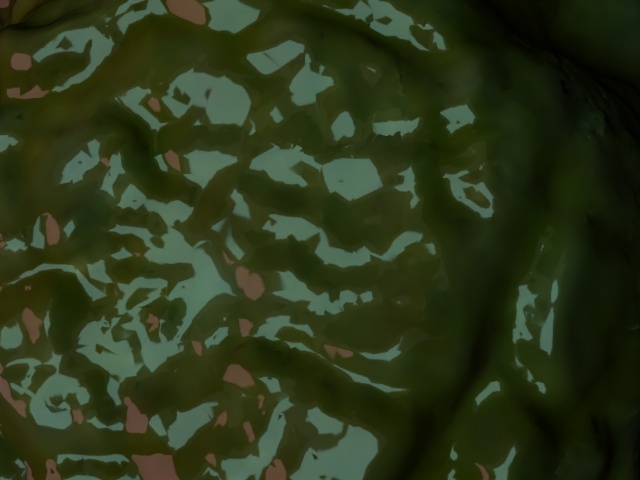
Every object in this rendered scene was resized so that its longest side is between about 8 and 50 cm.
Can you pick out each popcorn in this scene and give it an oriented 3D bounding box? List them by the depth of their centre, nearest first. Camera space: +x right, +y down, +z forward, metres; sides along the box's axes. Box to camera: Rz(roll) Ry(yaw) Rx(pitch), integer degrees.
[{"bbox_3d":[0.000,0.000,0.532,0.225,0.174,0.286,-26,76,17],"label":"popcorn"}]
